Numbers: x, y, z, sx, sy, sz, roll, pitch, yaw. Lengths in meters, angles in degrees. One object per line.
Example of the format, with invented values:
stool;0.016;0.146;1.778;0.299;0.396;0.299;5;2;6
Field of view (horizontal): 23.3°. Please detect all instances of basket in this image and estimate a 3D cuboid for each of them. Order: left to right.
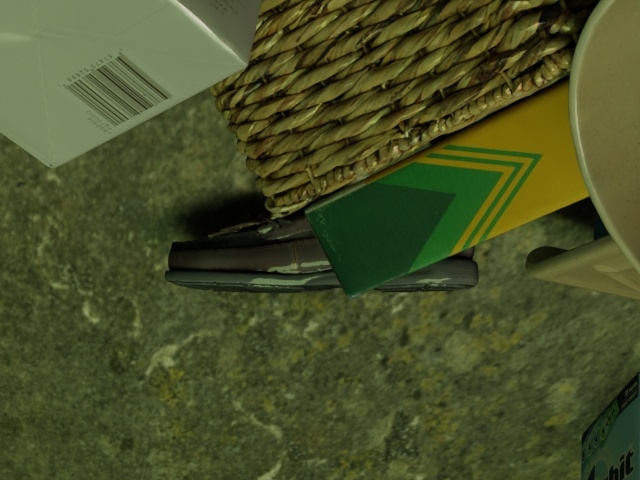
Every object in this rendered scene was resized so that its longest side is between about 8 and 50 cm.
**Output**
basket;0.066;-0.185;1.080;0.299;0.213;0.223;-26;92;40

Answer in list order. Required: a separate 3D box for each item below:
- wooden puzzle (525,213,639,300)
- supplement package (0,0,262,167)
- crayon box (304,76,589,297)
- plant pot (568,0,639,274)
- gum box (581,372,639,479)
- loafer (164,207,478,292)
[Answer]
wooden puzzle;0.382;0.010;1.255;0.322;0.081;0.348;12;170;-18
supplement package;-0.136;-0.227;0.934;0.177;0.293;0.175;-22;134;37
crayon box;0.170;-0.070;1.164;0.323;0.203;0.083;-26;91;40
plant pot;0.335;-0.098;0.923;0.256;0.274;0.256;34;141;33
gum box;0.315;0.255;1.605;0.041;0.184;0.157;14;145;-7
loafer;0.000;0.000;1.426;0.302;0.095;0.109;-1;174;22
